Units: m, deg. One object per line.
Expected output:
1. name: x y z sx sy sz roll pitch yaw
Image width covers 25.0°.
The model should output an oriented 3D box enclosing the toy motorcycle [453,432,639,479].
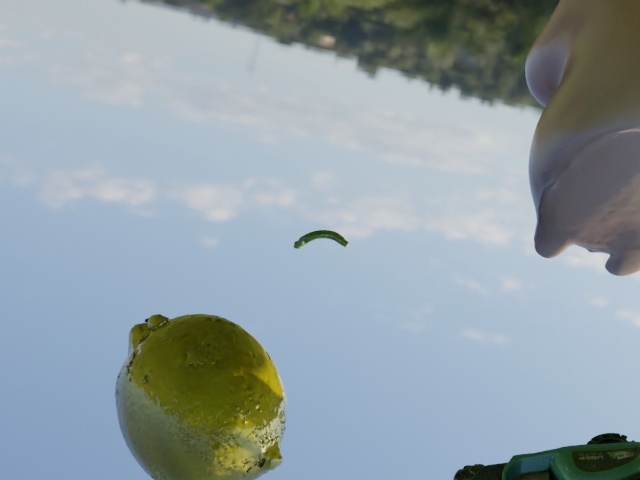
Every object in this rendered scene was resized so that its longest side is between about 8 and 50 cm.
1. toy motorcycle: 0.177 0.190 1.053 0.173 0.058 0.100 -6 -154 4

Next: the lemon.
1. lemon: -0.122 0.162 1.452 0.206 0.173 0.173 53 -164 4

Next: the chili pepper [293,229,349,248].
1. chili pepper: 0.000 0.000 2.087 0.083 0.030 0.017 -9 -164 16

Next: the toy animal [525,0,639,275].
1. toy animal: 0.284 -0.129 1.339 0.195 0.213 0.256 9 -129 -10
